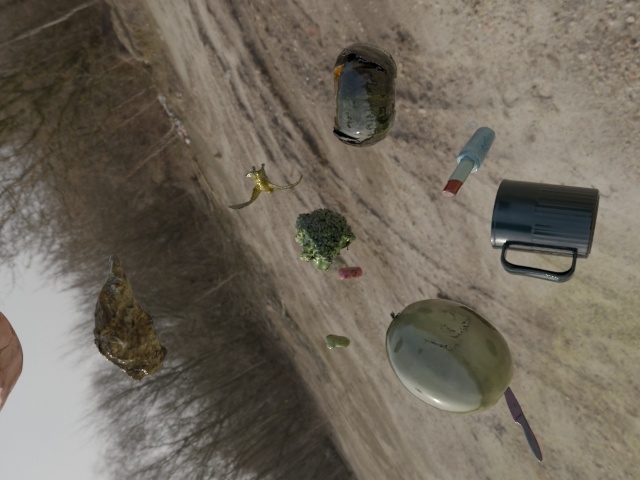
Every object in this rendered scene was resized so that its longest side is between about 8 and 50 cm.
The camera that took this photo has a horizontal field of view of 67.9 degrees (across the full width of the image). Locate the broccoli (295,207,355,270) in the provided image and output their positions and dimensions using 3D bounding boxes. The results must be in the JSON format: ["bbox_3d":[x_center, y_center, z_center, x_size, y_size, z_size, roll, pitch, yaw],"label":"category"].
[{"bbox_3d":[0.000,0.000,1.890,0.248,0.288,0.245,32,120,23],"label":"broccoli"}]

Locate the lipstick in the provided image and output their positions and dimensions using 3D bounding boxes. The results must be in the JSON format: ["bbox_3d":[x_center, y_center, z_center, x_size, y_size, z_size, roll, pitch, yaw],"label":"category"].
[{"bbox_3d":[0.400,-0.209,1.297,0.068,0.274,0.061,49,148,-18],"label":"lipstick"}]

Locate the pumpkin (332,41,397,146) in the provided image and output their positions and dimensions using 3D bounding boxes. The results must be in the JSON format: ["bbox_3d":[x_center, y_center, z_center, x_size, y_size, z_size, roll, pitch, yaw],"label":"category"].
[{"bbox_3d":[0.134,-0.447,1.469,0.320,0.192,0.320,179,90,-89],"label":"pumpkin"}]

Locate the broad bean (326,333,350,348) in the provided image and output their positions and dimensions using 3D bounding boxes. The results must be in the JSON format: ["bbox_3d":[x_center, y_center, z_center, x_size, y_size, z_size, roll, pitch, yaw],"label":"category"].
[{"bbox_3d":[0.055,0.327,1.539,0.063,0.083,0.045,-177,91,-68],"label":"broad bean"}]

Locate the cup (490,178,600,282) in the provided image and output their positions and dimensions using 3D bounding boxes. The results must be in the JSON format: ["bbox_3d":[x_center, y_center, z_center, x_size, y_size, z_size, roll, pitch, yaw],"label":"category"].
[{"bbox_3d":[0.724,-0.051,1.544,0.292,0.308,0.242,9,134,29],"label":"cup"}]

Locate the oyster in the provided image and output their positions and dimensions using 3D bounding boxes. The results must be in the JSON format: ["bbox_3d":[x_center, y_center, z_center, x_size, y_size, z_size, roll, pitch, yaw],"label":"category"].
[{"bbox_3d":[-0.553,0.251,1.367,0.204,0.111,0.396,-84,-20,-61],"label":"oyster"}]

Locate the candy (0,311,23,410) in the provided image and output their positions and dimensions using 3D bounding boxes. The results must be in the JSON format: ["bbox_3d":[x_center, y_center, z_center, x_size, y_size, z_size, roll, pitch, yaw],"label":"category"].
[{"bbox_3d":[-0.537,0.164,0.638,0.094,0.255,0.255,-109,-3,-61],"label":"candy"}]

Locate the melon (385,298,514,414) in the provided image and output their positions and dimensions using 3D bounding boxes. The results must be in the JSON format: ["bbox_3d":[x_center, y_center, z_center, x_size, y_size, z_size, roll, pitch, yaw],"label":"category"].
[{"bbox_3d":[0.315,0.283,1.207,0.330,0.268,0.268,34,157,23],"label":"melon"}]

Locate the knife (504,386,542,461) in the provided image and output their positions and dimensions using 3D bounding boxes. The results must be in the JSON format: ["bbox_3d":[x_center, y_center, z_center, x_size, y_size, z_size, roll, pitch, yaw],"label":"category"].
[{"bbox_3d":[0.597,0.536,1.420,0.018,0.035,0.247,3,-119,-62],"label":"knife"}]

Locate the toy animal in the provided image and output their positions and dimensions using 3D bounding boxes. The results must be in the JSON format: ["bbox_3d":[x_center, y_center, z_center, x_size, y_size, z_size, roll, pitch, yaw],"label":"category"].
[{"bbox_3d":[-0.153,-0.170,1.337,0.155,0.219,0.095,-80,-31,-69],"label":"toy animal"}]

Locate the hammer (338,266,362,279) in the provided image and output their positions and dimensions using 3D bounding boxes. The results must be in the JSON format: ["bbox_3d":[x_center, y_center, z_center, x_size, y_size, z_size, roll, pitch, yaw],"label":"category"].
[{"bbox_3d":[0.098,0.108,1.571,0.043,0.083,0.043,176,90,-67],"label":"hammer"}]
